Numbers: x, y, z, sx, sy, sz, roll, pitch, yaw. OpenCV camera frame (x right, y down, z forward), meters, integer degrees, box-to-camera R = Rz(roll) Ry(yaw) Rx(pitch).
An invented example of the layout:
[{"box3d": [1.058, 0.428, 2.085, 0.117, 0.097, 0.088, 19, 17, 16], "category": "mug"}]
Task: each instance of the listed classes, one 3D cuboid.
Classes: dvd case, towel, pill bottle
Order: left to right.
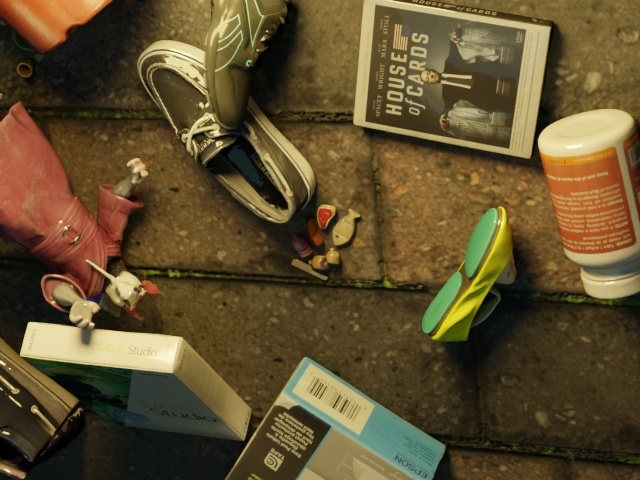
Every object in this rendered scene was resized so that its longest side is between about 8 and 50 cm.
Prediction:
[{"box3d": [-0.331, 0.076, 2.105, 0.083, 0.009, 0.060, 27, 122, 5], "category": "towel"}, {"box3d": [0.164, -0.209, 1.769, 0.238, 0.029, 0.179, 12, 118, 14], "category": "dvd case"}, {"box3d": [0.349, -0.043, 1.731, 0.121, 0.121, 0.216, -8, 113, 23], "category": "pill bottle"}]

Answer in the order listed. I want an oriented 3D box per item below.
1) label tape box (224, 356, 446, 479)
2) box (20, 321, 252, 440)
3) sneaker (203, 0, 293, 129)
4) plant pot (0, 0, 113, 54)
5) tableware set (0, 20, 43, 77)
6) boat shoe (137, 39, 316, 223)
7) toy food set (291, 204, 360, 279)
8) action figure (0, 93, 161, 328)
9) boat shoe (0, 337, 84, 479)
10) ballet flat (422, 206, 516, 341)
[{"box3d": [-0.010, 0.378, 2.082, 0.249, 0.115, 0.348, 32, 120, 1], "category": "label tape box"}, {"box3d": [-0.256, 0.206, 2.006, 0.232, 0.058, 0.322, 4, 156, 18], "category": "box"}, {"box3d": [-0.091, -0.271, 1.772, 0.106, 0.101, 0.267, 5, 103, 4], "category": "sneaker"}, {"box3d": [-0.364, -0.394, 1.747, 0.272, 0.272, 0.265, -32, 110, 30], "category": "plant pot"}, {"box3d": [-0.449, -0.291, 1.936, 0.104, 0.024, 0.154, -34, 113, 28], "category": "tableware set"}, {"box3d": [-0.136, -0.140, 1.869, 0.301, 0.102, 0.108, 47, 121, -7], "category": "boat shoe"}, {"box3d": [0.000, 0.000, 1.940, 0.078, 0.019, 0.122, 25, 121, 6], "category": "toy food set"}, {"box3d": [-0.380, -0.009, 1.955, 0.276, 0.248, 0.370, -11, 128, 47], "category": "action figure"}, {"box3d": [-0.540, 0.234, 2.174, 0.340, 0.158, 0.127, 31, 122, 2], "category": "boat shoe"}, {"box3d": [0.215, 0.051, 1.866, 0.077, 0.077, 0.231, 18, 126, -14], "category": "ballet flat"}]
